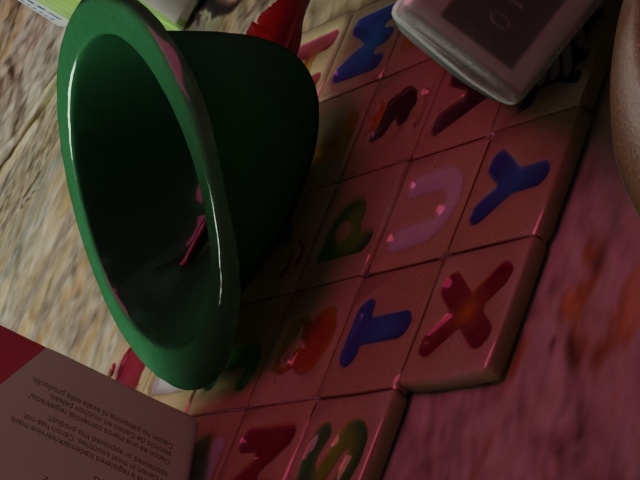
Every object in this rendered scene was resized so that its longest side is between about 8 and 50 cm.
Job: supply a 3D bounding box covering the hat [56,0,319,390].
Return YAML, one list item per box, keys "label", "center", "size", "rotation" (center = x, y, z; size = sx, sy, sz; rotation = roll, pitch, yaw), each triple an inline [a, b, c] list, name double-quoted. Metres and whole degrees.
- label: "hat"
  center: [-0.009, -0.053, 0.883]
  size: [0.173, 0.183, 0.209]
  rotation: [-23, 82, 62]

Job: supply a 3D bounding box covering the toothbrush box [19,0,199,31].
- label: "toothbrush box"
  center: [-0.191, -0.241, 1.259]
  size: [0.122, 0.206, 0.283]
  rotation: [-61, 23, -7]

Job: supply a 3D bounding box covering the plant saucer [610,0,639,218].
- label: "plant saucer"
  center: [0.158, -0.073, 0.525]
  size: [0.198, 0.036, 0.199]
  rotation: [-24, 50, 32]

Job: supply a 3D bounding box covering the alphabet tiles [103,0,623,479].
- label: "alphabet tiles"
  center: [0.000, 0.000, 0.842]
  size: [0.342, 0.011, 0.285]
  rotation: [-15, 48, 57]

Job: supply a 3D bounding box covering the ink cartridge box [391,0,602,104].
- label: "ink cartridge box"
  center: [0.132, -0.177, 0.733]
  size: [0.275, 0.060, 0.239]
  rotation: [-52, 0, 6]

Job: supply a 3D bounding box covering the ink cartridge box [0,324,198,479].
- label: "ink cartridge box"
  center: [-0.158, 0.154, 0.745]
  size: [0.100, 0.172, 0.237]
  rotation: [-36, 35, 43]
